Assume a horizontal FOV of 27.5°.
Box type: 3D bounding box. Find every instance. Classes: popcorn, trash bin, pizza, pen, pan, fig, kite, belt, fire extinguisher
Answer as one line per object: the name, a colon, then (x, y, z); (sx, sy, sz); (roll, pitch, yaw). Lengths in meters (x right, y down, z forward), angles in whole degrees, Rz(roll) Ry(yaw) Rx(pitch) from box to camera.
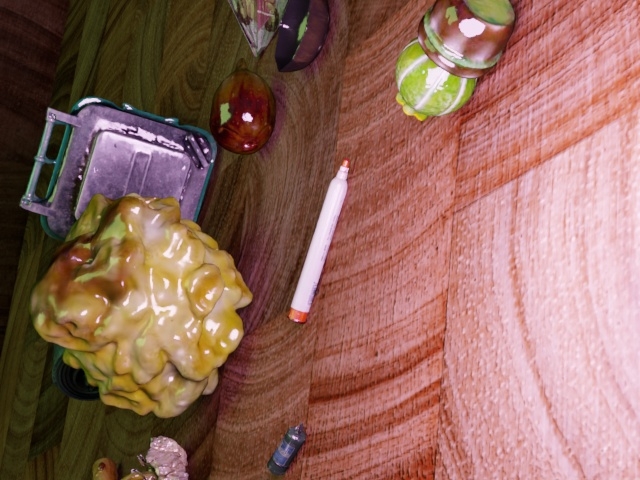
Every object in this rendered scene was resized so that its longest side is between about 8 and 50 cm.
popcorn: (-0.244, 0.092, 1.887); (0.312, 0.312, 0.312); (-166, 90, -69)
trash bin: (-0.372, -0.124, 2.337); (0.381, 0.295, 0.259); (-143, 69, -74)
pizza: (-0.400, 0.479, 2.304); (0.161, 0.062, 0.182); (136, 141, -56)
pen: (0.000, 0.000, 1.657); (0.026, 0.026, 0.218); (-144, 70, -67)
pan: (-0.019, -0.339, 1.892); (0.128, 0.048, 0.202); (-22, 58, 63)
fig: (-0.120, -0.209, 1.989); (0.109, 0.103, 0.155); (-31, 53, 31)
kite: (-0.098, -0.424, 2.090); (0.323, 0.013, 0.268); (21, 117, 48)
belt: (-0.423, 0.217, 2.418); (0.082, 0.141, 0.190); (-94, 25, -42)
fire extinguisher: (-0.037, 0.249, 1.593); (0.083, 0.025, 0.038); (-60, 3, 34)

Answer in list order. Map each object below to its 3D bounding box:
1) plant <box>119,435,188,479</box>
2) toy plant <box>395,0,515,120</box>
plant: (-0.260, 0.356, 1.963); (0.104, 0.121, 0.117); (112, 153, -49)
toy plant: (0.133, -0.192, 1.361); (0.162, 0.092, 0.093); (127, 150, -44)
